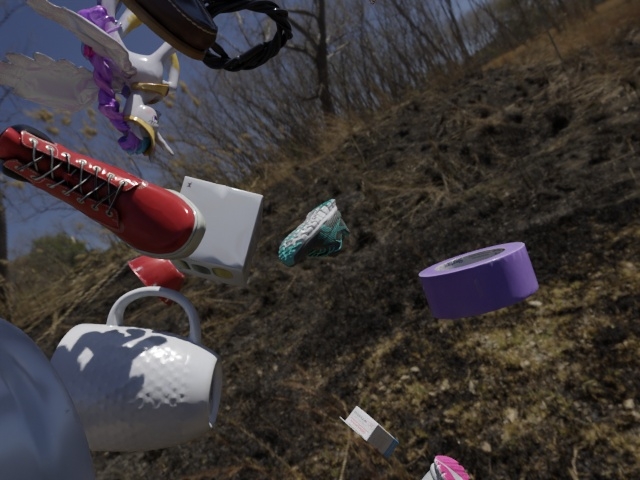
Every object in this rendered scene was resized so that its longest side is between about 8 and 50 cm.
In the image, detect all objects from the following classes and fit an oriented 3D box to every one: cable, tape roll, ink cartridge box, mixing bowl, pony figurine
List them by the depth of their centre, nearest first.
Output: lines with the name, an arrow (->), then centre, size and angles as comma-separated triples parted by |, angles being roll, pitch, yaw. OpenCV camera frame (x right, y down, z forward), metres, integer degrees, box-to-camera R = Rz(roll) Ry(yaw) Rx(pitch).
tape roll -> 0.276, 0.069, 0.855 | 0.189, 0.080, 0.189 | -19, -1, 0
cable -> -0.138, -0.364, 0.859 | 0.185, 0.047, 0.150 | -1, -40, -27
pony figurine -> -0.427, -0.375, 0.998 | 0.303, 0.351, 0.363 | -19, 54, 44
mixing bowl -> -0.477, 0.100, 1.456 | 0.098, 0.181, 0.181 | -43, 8, -10
ink cartridge box -> 0.148, 0.573, 1.464 | 0.061, 0.181, 0.104 | -50, 37, -13

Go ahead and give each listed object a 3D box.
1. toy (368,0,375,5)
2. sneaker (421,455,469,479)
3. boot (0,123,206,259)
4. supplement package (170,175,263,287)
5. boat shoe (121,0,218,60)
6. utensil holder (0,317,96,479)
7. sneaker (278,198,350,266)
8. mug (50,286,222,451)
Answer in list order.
toy -> 0.014, -0.330, 0.481 | 0.056, 0.136, 0.237 | -37, 3, -4
sneaker -> 0.274, 0.566, 0.951 | 0.111, 0.103, 0.252 | -55, 34, 22
boot -> -0.264, -0.058, 0.560 | 0.088, 0.245, 0.176 | -64, -28, -7
supplement package -> -0.271, -0.010, 1.272 | 0.262, 0.200, 0.197 | 116, 168, -73
boat shoe -> -0.159, -0.249, 0.414 | 0.073, 0.207, 0.073 | -44, -2, 18
utensil holder -> -0.408, 0.235, 0.303 | 0.328, 0.327, 0.386 | -27, -13, 26
sneaker -> 0.000, 0.000, 0.738 | 0.065, 0.076, 0.166 | -27, 13, 40
mug -> -0.402, 0.293, 1.124 | 0.329, 0.373, 0.276 | 4, -10, -1
